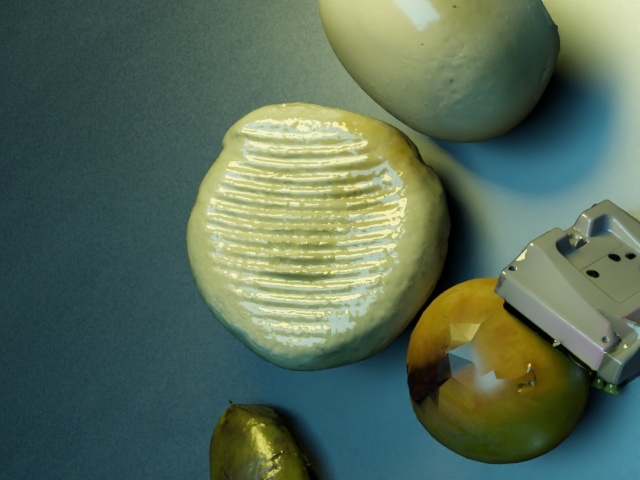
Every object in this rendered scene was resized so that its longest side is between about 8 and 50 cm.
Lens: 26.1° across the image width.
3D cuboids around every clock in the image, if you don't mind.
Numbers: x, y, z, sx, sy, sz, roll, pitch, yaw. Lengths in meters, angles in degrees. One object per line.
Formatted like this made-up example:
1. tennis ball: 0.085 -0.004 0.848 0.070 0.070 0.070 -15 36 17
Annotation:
1. clock: 0.347 0.056 1.619 0.186 0.253 0.083 39 135 28

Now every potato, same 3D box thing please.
1. potato: -0.085 0.340 1.935 0.149 0.113 0.251 -31 72 29

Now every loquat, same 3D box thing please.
1. loquat: 0.217 0.163 1.700 0.235 0.235 0.235 -3 84 31

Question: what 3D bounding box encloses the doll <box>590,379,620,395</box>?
1. doll: 0.369 0.119 1.711 0.099 0.058 0.143 15 92 52

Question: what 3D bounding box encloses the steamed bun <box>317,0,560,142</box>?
1. steamed bun: 0.135 -0.260 1.731 0.206 0.324 0.324 -42 63 -8

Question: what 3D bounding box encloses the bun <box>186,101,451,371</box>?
1. bun: 0.000 0.000 1.853 0.365 0.219 0.365 -2 81 15
